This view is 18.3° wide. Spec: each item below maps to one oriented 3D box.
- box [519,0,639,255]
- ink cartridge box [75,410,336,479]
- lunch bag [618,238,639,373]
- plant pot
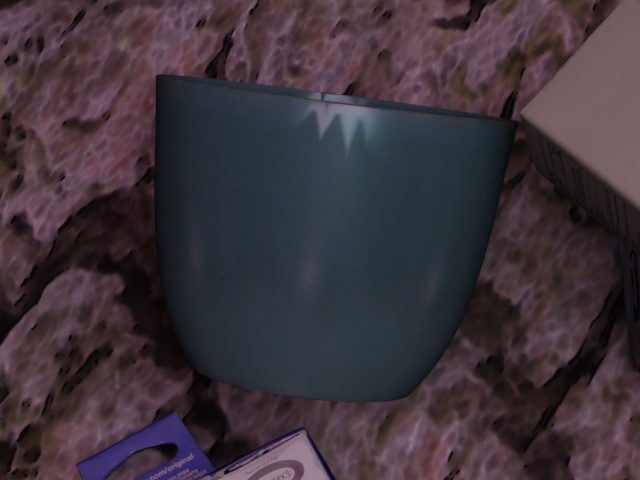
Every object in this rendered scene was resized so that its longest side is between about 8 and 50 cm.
[{"bbox_3d":[0.278,-0.048,1.465,0.232,0.148,0.127,41,86,18],"label":"box"},{"bbox_3d":[-0.064,0.331,1.613,0.270,0.151,0.395,-29,86,-6],"label":"ink cartridge box"},{"bbox_3d":[0.334,-0.005,1.640,0.160,0.223,0.262,32,84,8],"label":"lunch bag"},{"bbox_3d":[0.000,0.000,1.605,0.293,0.293,0.235,7,96,-1],"label":"plant pot"}]
